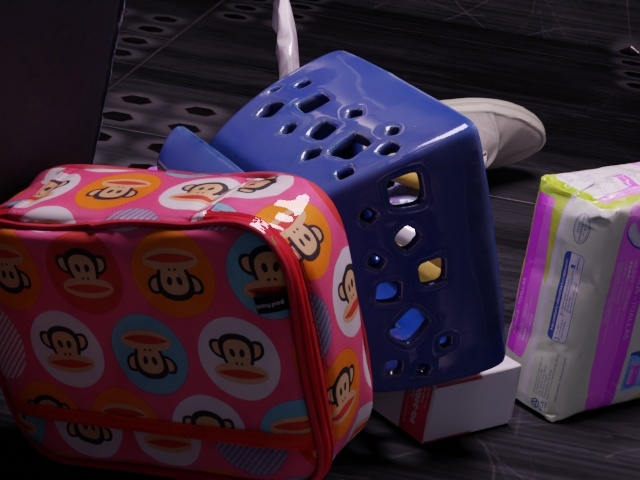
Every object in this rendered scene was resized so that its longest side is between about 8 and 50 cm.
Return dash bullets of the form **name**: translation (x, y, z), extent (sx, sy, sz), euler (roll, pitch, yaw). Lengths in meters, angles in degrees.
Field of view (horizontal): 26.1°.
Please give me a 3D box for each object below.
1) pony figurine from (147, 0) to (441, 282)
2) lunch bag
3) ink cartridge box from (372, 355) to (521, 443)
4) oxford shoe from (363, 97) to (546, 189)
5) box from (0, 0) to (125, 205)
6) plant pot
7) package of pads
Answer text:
- **pony figurine**: translation (-0.019, -0.068, 1.487), extent (0.364, 0.302, 0.351), euler (19, 27, -14)
- **lunch bag**: translation (-0.110, 0.079, 1.033), extent (0.293, 0.258, 0.120), euler (2, 26, 28)
- **ink cartridge box**: translation (0.090, 0.117, 1.268), extent (0.109, 0.063, 0.150), euler (-8, 26, -37)
- **oxford shoe**: translation (0.139, -0.108, 1.815), extent (0.449, 0.169, 0.130), euler (-2, 66, -46)
- **box**: translation (-0.472, -0.227, 1.017), extent (0.480, 0.297, 0.472), euler (-20, 48, -40)
- **plant pot**: translation (0.000, 0.000, 1.173), extent (0.212, 0.235, 0.236), euler (-21, 30, -20)
- **package of pads**: translation (0.319, 0.033, 1.346), extent (0.297, 0.229, 0.101), euler (-8, 26, -38)
